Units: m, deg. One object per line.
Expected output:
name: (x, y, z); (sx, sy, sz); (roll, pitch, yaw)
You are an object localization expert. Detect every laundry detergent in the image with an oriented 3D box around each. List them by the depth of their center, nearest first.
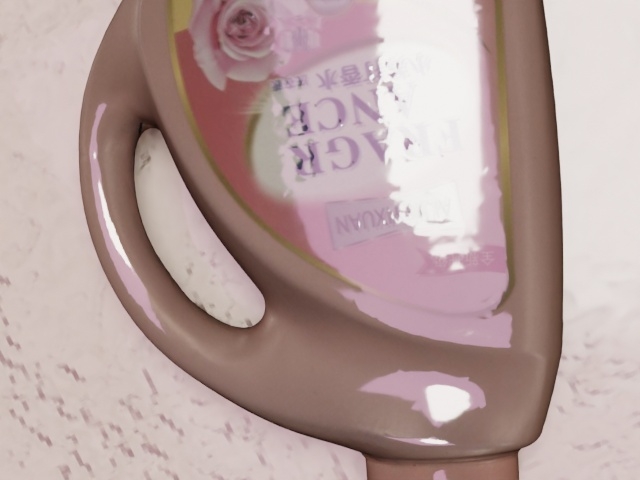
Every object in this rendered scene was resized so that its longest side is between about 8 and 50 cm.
laundry detergent: (0.000, 0.000, 0.548); (0.171, 0.076, 0.237); (-2, 91, 9)
